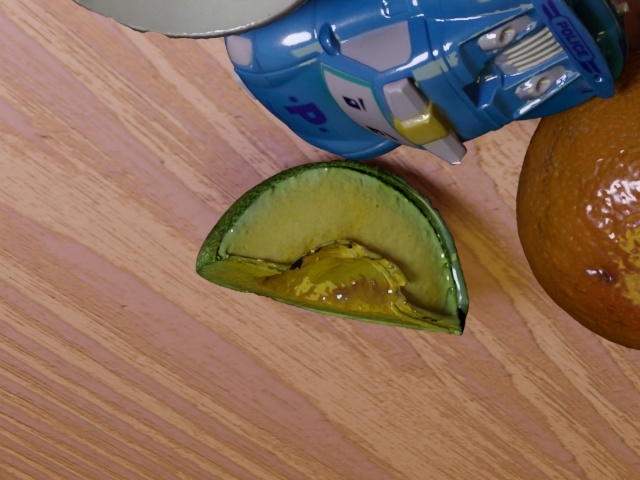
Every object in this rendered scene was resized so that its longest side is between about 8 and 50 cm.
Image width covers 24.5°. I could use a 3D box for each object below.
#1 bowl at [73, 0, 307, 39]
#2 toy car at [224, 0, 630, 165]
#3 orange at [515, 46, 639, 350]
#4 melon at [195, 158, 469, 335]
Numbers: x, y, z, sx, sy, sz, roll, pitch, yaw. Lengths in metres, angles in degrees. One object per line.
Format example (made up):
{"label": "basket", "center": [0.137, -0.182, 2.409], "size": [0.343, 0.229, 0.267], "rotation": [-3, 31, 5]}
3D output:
{"label": "bowl", "center": [-0.091, -0.244, 0.990], "size": [0.211, 0.112, 0.211], "rotation": [3, 149, 2]}
{"label": "toy car", "center": [0.072, -0.140, 1.103], "size": [0.314, 0.166, 0.198], "rotation": [-15, 141, 27]}
{"label": "orange", "center": [0.281, -0.036, 1.176], "size": [0.264, 0.264, 0.264], "rotation": [2, 148, 1]}
{"label": "melon", "center": [0.000, 0.000, 1.384], "size": [0.265, 0.129, 0.169], "rotation": [17, 168, -27]}
